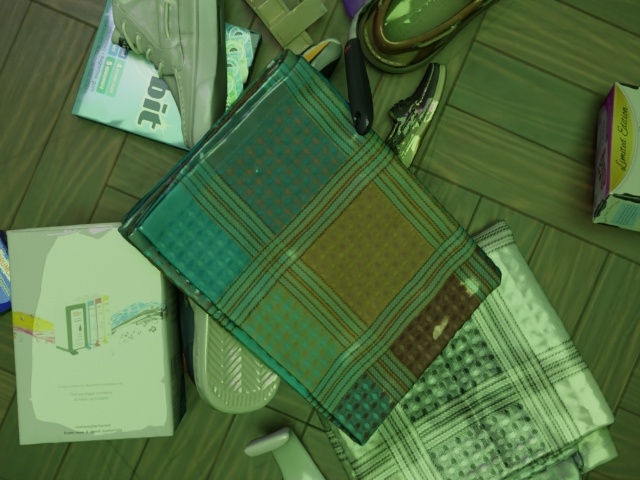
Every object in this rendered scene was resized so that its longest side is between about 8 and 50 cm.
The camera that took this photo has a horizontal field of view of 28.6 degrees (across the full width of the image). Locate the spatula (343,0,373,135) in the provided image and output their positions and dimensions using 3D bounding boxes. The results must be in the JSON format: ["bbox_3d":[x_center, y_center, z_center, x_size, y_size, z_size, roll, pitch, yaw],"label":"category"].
[{"bbox_3d":[0.041,-0.231,1.389,0.030,0.084,0.296,17,50,-20],"label":"spatula"}]

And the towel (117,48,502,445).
[{"bbox_3d":[0.004,0.012,1.355,0.370,0.040,0.271,45,79,-19],"label":"towel"}]

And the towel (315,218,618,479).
[{"bbox_3d":[0.157,0.187,1.472,0.312,0.056,0.324,-28,92,-1],"label":"towel"}]

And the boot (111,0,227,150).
[{"bbox_3d":[-0.172,-0.216,1.412,0.123,0.095,0.258,-2,80,4],"label":"boot"}]

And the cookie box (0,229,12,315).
[{"bbox_3d":[-0.401,0.051,1.469,0.107,0.040,0.092,-28,91,0],"label":"cookie box"}]

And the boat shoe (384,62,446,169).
[{"bbox_3d":[0.102,-0.141,1.468,0.049,0.056,0.152,22,90,-6],"label":"boat shoe"}]

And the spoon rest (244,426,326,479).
[{"bbox_3d":[-0.003,0.336,1.465,0.137,0.084,0.276,-21,104,10],"label":"spoon rest"}]

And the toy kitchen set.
[{"bbox_3d":[-0.040,-0.274,1.474,0.068,0.075,0.083,-38,126,2],"label":"toy kitchen set"}]

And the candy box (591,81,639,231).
[{"bbox_3d":[0.435,-0.080,1.434,0.233,0.071,0.159,10,61,-1],"label":"candy box"}]

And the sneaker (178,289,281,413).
[{"bbox_3d":[-0.100,0.012,1.415,0.131,0.148,0.350,9,91,-22],"label":"sneaker"}]

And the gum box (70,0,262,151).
[{"bbox_3d":[-0.179,-0.193,1.470,0.184,0.041,0.157,17,89,0],"label":"gum box"}]

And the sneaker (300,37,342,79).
[{"bbox_3d":[-0.032,-0.139,1.457,0.083,0.084,0.215,34,100,-1],"label":"sneaker"}]

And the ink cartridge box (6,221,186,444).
[{"bbox_3d":[-0.246,0.097,1.407,0.168,0.171,0.233,-3,90,-1],"label":"ink cartridge box"}]

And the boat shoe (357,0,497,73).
[{"bbox_3d":[0.176,-0.320,1.435,0.122,0.120,0.324,41,90,-1],"label":"boat shoe"}]
